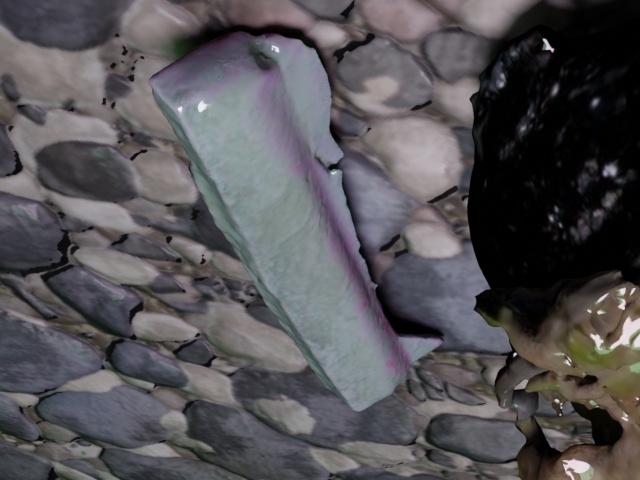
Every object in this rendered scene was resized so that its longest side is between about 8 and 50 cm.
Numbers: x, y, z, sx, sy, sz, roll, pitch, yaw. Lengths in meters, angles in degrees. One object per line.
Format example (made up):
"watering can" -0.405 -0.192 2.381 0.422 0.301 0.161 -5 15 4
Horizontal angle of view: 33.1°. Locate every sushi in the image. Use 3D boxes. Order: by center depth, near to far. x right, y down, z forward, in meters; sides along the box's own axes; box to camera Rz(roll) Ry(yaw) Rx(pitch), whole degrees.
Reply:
"sushi" 0.169 0.035 0.420 0.225 0.218 0.238 5 146 0

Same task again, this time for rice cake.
"rice cake" -0.003 0.001 0.567 0.081 0.051 0.290 -31 140 -2
